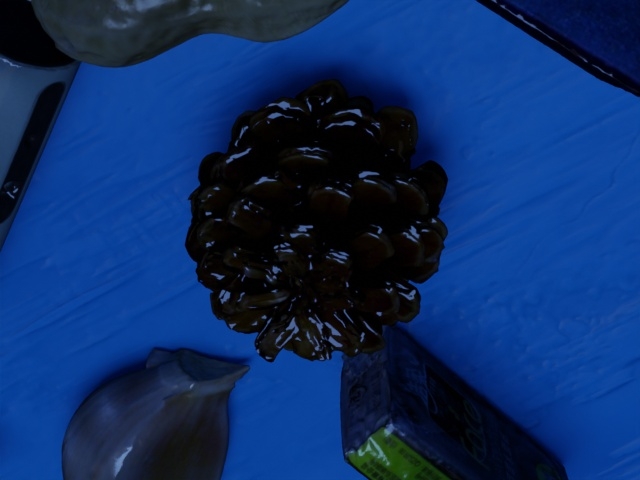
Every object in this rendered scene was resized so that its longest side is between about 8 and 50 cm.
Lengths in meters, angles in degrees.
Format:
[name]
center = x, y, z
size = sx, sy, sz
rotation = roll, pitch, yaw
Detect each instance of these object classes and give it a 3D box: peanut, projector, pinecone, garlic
[peanut]
center = -0.081, -0.208, 1.455
size = 0.290, 0.130, 0.130
rotation = -9, 120, 12
[projector]
center = -0.299, -0.040, 1.584
size = 0.108, 0.108, 0.337
rotation = 23, 120, -9
[pinecone]
center = 0.000, 0.000, 1.527
size = 0.221, 0.221, 0.221
rotation = 2, 121, 3
[garlic]
center = -0.161, 0.224, 1.750
size = 0.148, 0.128, 0.267
rotation = 15, 132, 9

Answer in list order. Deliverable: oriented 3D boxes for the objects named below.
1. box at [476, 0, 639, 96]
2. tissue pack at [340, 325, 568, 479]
[box]
center = 0.181, -0.287, 1.342
size = 0.261, 0.116, 0.279
rotation = 31, 94, -15
[tissue pack]
center = 0.122, 0.190, 1.651
size = 0.235, 0.173, 0.073
rotation = 39, 110, -17
